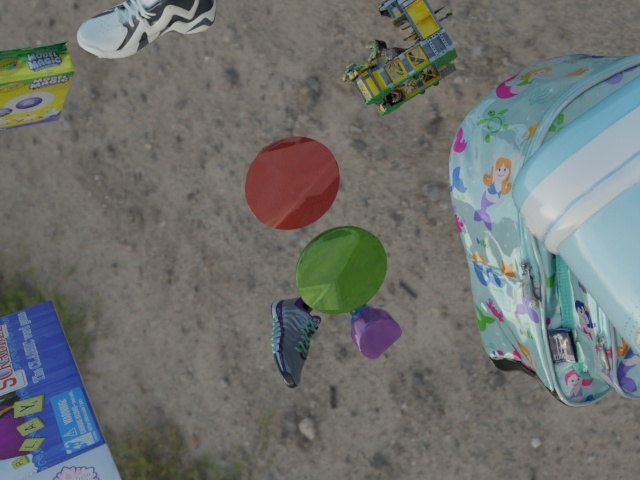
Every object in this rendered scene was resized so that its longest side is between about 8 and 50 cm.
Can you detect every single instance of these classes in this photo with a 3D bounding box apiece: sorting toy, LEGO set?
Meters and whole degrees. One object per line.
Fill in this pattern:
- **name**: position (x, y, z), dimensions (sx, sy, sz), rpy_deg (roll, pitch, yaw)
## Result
- **sorting toy**: position (0.000, 0.000, 1.139), dimensions (0.365, 0.127, 0.126), rpy_deg (60, 175, -32)
- **LEGO set**: position (0.150, -0.401, 1.733), dimensions (0.255, 0.331, 0.192), rpy_deg (-32, 86, 20)

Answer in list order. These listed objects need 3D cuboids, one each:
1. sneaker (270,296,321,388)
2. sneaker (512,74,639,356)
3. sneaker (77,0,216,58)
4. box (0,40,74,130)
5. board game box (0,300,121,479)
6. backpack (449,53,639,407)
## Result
- **sneaker**: position (-0.044, 0.194, 1.718), dimensions (0.098, 0.083, 0.223), rpy_deg (-20, 44, 11)
- **sneaker**: position (0.258, -0.022, 0.322), dimensions (0.319, 0.127, 0.208), rpy_deg (-35, 72, 27)
- **sneaker**: position (-0.287, -0.383, 1.354), dimensions (0.153, 0.235, 0.094), rpy_deg (93, 165, -69)
- **box**: position (-0.373, -0.194, 1.063), dimensions (0.179, 0.105, 0.043), rpy_deg (-38, 71, 61)
- **board game box**: position (-0.377, 0.197, 0.798), dimensions (0.319, 0.318, 0.066), rpy_deg (36, 144, 58)
- **backpack**: position (0.224, -0.017, 0.659), dimensions (0.191, 0.225, 0.253), rpy_deg (16, 129, 63)
